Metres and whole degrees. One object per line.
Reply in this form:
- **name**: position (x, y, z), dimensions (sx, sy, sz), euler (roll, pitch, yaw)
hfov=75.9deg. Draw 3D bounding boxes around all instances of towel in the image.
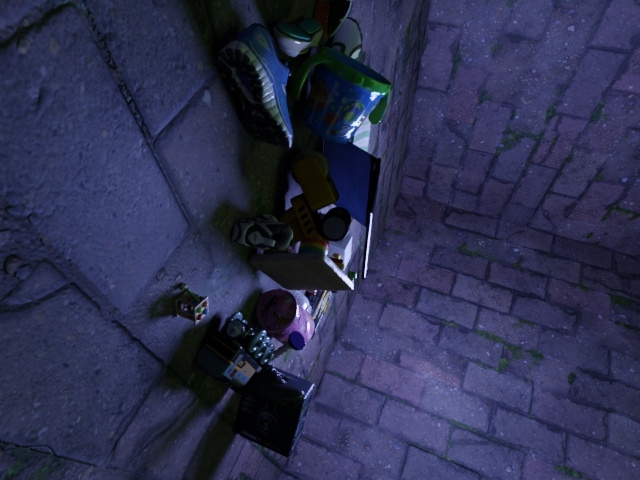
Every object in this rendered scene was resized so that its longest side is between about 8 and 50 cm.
- **towel**: position (0.205, -0.499, 2.053), dimensions (0.248, 0.038, 0.324), euler (-45, 149, -58)

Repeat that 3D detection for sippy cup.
- **sippy cup**: position (0.061, -0.428, 1.252), dimensions (0.240, 0.306, 0.224), euler (-81, -163, -59)

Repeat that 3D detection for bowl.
- **bowl**: position (-0.092, 0.319, 1.860), dimensions (0.170, 0.080, 0.169), euler (17, 90, -75)

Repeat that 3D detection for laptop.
- **laptop**: position (0.089, -0.137, 1.534), dimensions (0.381, 0.237, 0.407), euler (87, 14, -51)

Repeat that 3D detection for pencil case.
- **pencil case**: position (-0.126, 0.305, 1.583), dimensions (0.160, 0.167, 0.386), euler (-35, 158, -5)

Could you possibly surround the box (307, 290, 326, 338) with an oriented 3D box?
- **box**: position (-0.011, 0.313, 2.109), dimensions (0.257, 0.080, 0.321), euler (95, 19, -57)

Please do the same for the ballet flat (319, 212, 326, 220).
- **ballet flat**: position (0.000, 0.000, 1.860), dimensions (0.084, 0.058, 0.249), euler (-22, 128, -69)

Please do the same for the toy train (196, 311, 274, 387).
- **toy train**: position (-0.253, 0.348, 1.260), dimensions (0.190, 0.142, 0.333), euler (-51, 161, -20)

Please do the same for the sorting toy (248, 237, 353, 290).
- **sorting toy**: position (-0.050, 0.076, 1.323), dimensions (0.257, 0.256, 0.089), euler (48, 46, -53)

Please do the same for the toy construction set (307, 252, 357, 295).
- **toy construction set**: position (-0.002, 0.088, 1.723), dimensions (0.309, 0.258, 0.237), euler (124, -22, -68)

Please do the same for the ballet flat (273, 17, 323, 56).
- **ballet flat**: position (-0.059, -0.516, 1.061), dimensions (0.248, 0.086, 0.086), euler (-53, 155, -52)

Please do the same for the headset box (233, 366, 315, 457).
- **headset box**: position (-0.178, 0.648, 1.611), dimensions (0.131, 0.247, 0.282), euler (-22, 129, -71)

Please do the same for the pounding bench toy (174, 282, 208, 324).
- **pounding bench toy**: position (-0.301, 0.145, 0.968), dimensions (0.052, 0.065, 0.083), euler (-50, 153, -54)

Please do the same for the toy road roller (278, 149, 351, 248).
- **toy road roller**: position (-0.050, -0.115, 1.363), dimensions (0.202, 0.241, 0.329), euler (-61, 129, -78)

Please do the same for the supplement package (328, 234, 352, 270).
- **supplement package**: position (0.100, 0.056, 2.178), dimensions (0.179, 0.105, 0.105), euler (89, 23, -48)

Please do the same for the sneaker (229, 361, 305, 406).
- **sneaker**: position (-0.177, 0.473, 1.384), dimensions (0.109, 0.287, 0.130), euler (61, 42, -50)

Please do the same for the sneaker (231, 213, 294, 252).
- **sneaker**: position (-0.135, -0.016, 1.197), dimensions (0.235, 0.153, 0.093), euler (-4, 112, -74)

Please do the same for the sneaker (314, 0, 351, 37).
- **sneaker**: position (0.061, -0.715, 1.216), dimensions (0.121, 0.100, 0.262), euler (12, 96, -79)

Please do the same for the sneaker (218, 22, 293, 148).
- **sneaker**: position (-0.114, -0.344, 0.956), dimensions (0.330, 0.130, 0.147), euler (75, 38, -63)

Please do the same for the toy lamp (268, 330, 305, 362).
- **toy lamp**: position (-0.167, 0.416, 1.481), dimensions (0.275, 0.080, 0.080), euler (-37, -176, 30)

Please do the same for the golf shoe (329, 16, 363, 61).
- **golf shoe**: position (0.060, -0.588, 1.340), dimensions (0.120, 0.105, 0.272), euler (-18, 125, -60)
